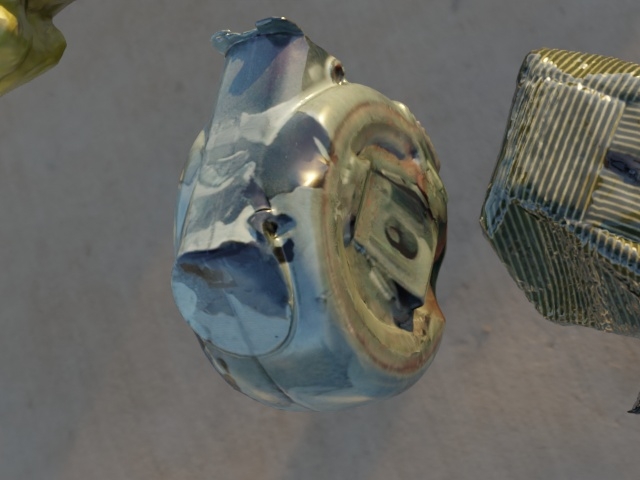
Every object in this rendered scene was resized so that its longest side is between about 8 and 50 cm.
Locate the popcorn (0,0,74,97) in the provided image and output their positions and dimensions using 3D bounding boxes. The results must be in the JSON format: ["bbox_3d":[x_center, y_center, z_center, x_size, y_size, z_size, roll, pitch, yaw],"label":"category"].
[{"bbox_3d":[-0.200,-0.199,0.662,0.215,0.252,0.286,13,95,24],"label":"popcorn"}]

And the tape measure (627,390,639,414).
[{"bbox_3d":[0.380,0.098,1.057,0.271,0.231,0.133,23,124,2],"label":"tape measure"}]

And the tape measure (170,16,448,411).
[{"bbox_3d":[0.000,0.000,1.068,0.147,0.275,0.256,-8,57,31],"label":"tape measure"}]

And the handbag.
[{"bbox_3d":[0.319,-0.024,1.328,0.240,0.340,0.247,14,78,30],"label":"handbag"}]
